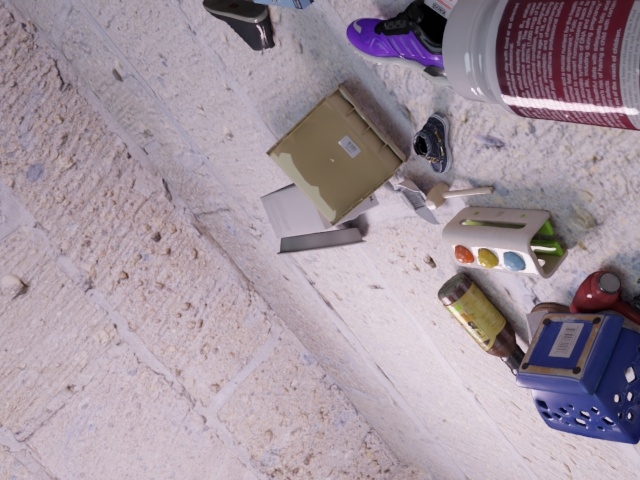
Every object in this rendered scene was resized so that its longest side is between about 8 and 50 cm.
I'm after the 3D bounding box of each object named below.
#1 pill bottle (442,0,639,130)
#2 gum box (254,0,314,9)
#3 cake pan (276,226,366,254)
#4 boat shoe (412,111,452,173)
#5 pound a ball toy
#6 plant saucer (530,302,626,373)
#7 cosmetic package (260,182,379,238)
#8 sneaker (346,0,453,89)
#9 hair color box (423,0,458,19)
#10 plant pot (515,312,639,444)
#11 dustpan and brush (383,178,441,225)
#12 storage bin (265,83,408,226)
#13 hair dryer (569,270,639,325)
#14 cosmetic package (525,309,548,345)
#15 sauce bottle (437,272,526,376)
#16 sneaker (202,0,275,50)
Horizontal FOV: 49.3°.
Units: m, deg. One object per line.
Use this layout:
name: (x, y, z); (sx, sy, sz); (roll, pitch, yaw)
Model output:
pill bottle: (0.392, -0.287, 1.039); (0.392, 0.224, 0.224); (20, 147, 47)
gum box: (-0.113, -0.621, 1.613); (0.184, 0.041, 0.157); (25, 150, 41)
cake pan: (0.000, 0.000, 2.257); (0.293, 0.293, 0.054); (-6, 92, 64)
boat shoe: (0.256, -0.208, 1.624); (0.065, 0.083, 0.183); (32, 155, 32)
pound a ball toy: (0.388, -0.020, 1.650); (0.319, 0.136, 0.208); (9, 138, 56)
plant saucer: (0.659, 0.275, 1.819); (0.278, 0.041, 0.278); (39, 158, 19)
cosmetic package: (-0.012, -0.117, 2.093); (0.365, 0.197, 0.155); (-11, 103, 63)
sneaker: (0.178, -0.418, 1.384); (0.293, 0.102, 0.146); (28, 149, 28)
hair color box: (0.238, -0.467, 1.244); (0.072, 0.043, 0.141); (40, 157, 13)
plant pot: (0.597, 0.290, 1.567); (0.212, 0.236, 0.236); (43, 155, -22)
dustpan and brush: (0.225, -0.122, 1.857); (0.147, 0.060, 0.211); (51, -176, -42)
storage bin: (0.045, -0.220, 1.781); (0.260, 0.123, 0.262); (-40, 95, 24)
hair dryer: (0.667, 0.157, 1.536); (0.223, 0.080, 0.293); (54, 157, -23)
cosmetic package: (0.578, 0.293, 1.801); (0.060, 0.098, 0.239); (-10, 135, 13)
sauce bottle: (0.481, 0.250, 2.002); (0.344, 0.111, 0.111); (48, 159, -5)
sneaker: (-0.218, -0.572, 1.837); (0.222, 0.083, 0.118); (30, 155, 32)
